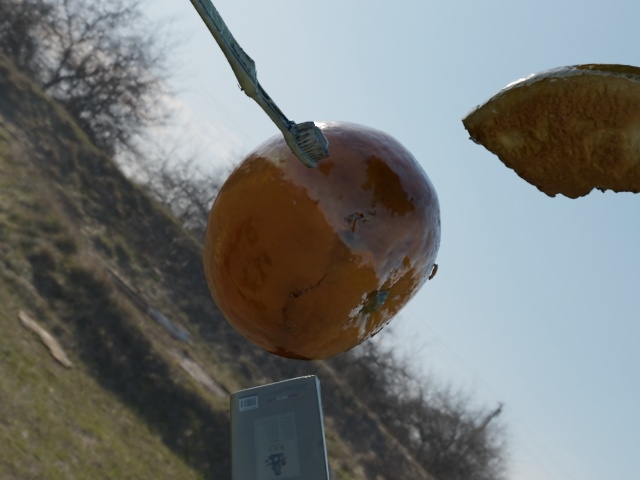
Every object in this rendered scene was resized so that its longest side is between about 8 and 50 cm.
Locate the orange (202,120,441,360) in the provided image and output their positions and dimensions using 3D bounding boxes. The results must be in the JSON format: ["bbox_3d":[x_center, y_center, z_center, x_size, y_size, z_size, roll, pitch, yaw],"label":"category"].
[{"bbox_3d":[0.000,0.000,0.974,0.226,0.284,0.284,46,-6,32],"label":"orange"}]

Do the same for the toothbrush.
[{"bbox_3d":[-0.063,-0.141,0.623,0.294,0.028,0.026,47,33,-49],"label":"toothbrush"}]

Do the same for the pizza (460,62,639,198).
[{"bbox_3d":[0.265,-0.107,0.833,0.271,0.056,0.134,-5,-63,41],"label":"pizza"}]

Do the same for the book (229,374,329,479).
[{"bbox_3d":[-0.061,0.288,1.216,0.198,0.139,0.016,-97,172,-45],"label":"book"}]
